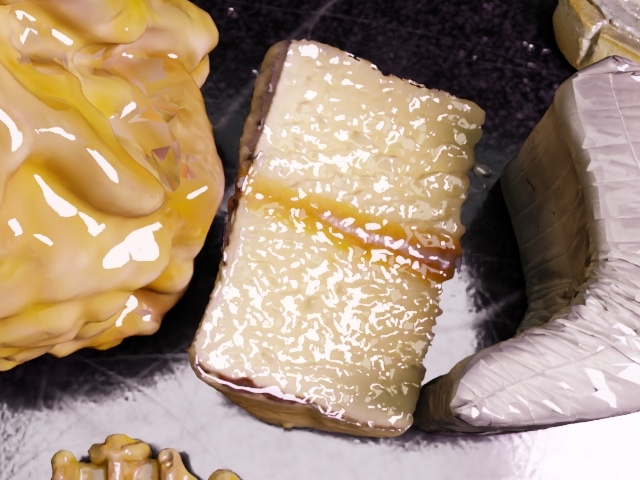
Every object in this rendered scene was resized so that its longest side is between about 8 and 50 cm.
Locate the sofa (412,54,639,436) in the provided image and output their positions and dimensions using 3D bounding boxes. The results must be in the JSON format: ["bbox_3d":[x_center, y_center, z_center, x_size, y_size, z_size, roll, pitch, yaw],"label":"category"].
[{"bbox_3d":[0.148,0.018,0.610,0.176,0.210,0.225,-6,78,-2],"label":"sofa"}]

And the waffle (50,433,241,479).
[{"bbox_3d":[-0.137,0.269,0.606,0.249,0.056,0.253,-34,80,-11],"label":"waffle"}]

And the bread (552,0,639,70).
[{"bbox_3d":[0.272,-0.181,0.739,0.156,0.064,0.117,24,74,4],"label":"bread"}]

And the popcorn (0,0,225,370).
[{"bbox_3d":[-0.211,-0.087,0.550,0.349,0.382,0.348,10,67,-26],"label":"popcorn"}]

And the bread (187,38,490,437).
[{"bbox_3d":[0.000,0.000,0.646,0.178,0.142,0.265,25,68,-28],"label":"bread"}]
